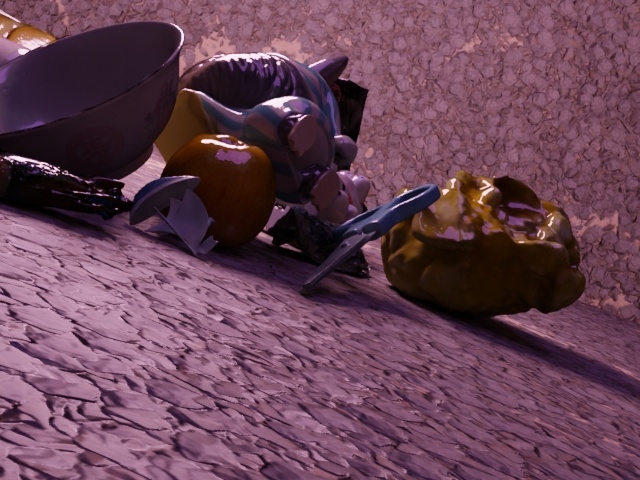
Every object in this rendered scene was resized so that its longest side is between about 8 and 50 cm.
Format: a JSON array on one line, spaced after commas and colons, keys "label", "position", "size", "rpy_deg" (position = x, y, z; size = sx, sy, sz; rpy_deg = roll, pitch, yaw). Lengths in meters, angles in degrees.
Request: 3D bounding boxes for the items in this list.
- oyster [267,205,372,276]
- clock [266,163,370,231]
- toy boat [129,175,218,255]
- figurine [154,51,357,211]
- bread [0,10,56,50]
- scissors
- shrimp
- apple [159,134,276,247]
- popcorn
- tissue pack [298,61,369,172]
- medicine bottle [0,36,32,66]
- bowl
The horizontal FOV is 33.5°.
[{"label": "oyster", "position": [-0.002, 0.003, 1.835], "size": [0.252, 0.087, 0.199], "rpy_deg": [30, 5, -28]}, {"label": "clock", "position": [0.011, -0.062, 2.027], "size": [0.189, 0.189, 0.254], "rpy_deg": [25, 0, 39]}, {"label": "toy boat", "position": [-0.183, -0.043, 1.401], "size": [0.149, 0.105, 0.034], "rpy_deg": [20, -29, 30]}, {"label": "figurine", "position": [-0.054, -0.229, 1.761], "size": [0.361, 0.378, 0.266], "rpy_deg": [10, -43, 40]}, {"label": "bread", "position": [-0.664, -0.360, 2.139], "size": [0.341, 0.210, 0.300], "rpy_deg": [22, 8, 6]}, {"label": "scissors", "position": [0.053, 0.002, 1.581], "size": [0.192, 0.029, 0.447], "rpy_deg": [-23, 7, 25]}, {"label": "shrimp", "position": [-0.374, -0.086, 1.297], "size": [0.290, 0.054, 0.222], "rpy_deg": [15, 7, -21]}, {"label": "apple", "position": [-0.147, -0.075, 1.528], "size": [0.182, 0.155, 0.182], "rpy_deg": [24, 5, -2]}, {"label": "popcorn", "position": [0.273, 0.027, 1.858], "size": [0.334, 0.294, 0.292], "rpy_deg": [-6, 48, -2]}, {"label": "tissue pack", "position": [-0.020, -0.182, 2.177], "size": [0.123, 0.332, 0.245], "rpy_deg": [14, 1, 39]}, {"label": "medicine bottle", "position": [-0.529, -0.248, 1.742], "size": [0.273, 0.165, 0.165], "rpy_deg": [22, 5, 4]}, {"label": "bowl", "position": [-0.334, -0.176, 1.532], "size": [0.345, 0.345, 0.157], "rpy_deg": [27, -36, 50]}]
